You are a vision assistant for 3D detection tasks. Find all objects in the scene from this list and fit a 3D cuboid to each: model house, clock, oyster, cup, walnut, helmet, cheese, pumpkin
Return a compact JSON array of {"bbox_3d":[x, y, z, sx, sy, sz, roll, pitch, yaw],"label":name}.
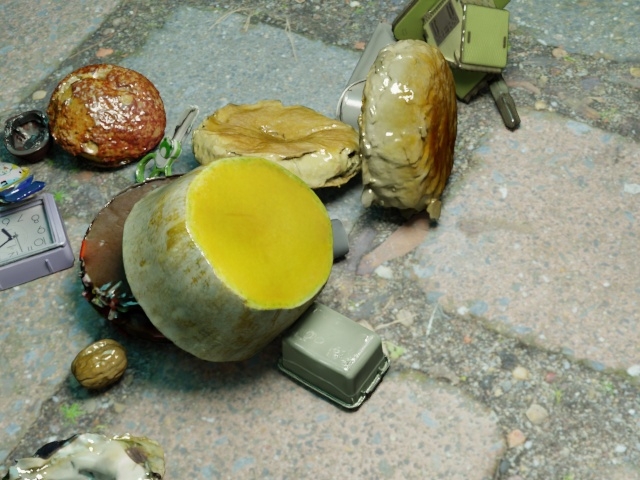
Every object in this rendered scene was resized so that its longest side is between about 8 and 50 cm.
[{"bbox_3d":[0.297,-0.353,1.963,0.218,0.205,0.279,0,63,-32],"label":"model house"},{"bbox_3d":[-0.566,0.008,1.829,0.193,0.073,0.145,-19,52,-11],"label":"clock"},{"bbox_3d":[-0.374,0.408,1.474,0.351,0.115,0.238,-36,49,-28],"label":"oyster"},{"bbox_3d":[0.000,0.000,1.795,0.077,0.078,0.100,-17,21,-15],"label":"cup"},{"bbox_3d":[-0.365,0.206,1.653,0.096,0.083,0.079,-30,27,-16],"label":"walnut"},{"bbox_3d":[-0.582,-0.201,2.000,0.098,0.070,0.123,-17,58,-1],"label":"helmet"},{"bbox_3d":[-0.607,-0.103,1.886,0.250,0.064,0.156,9,36,44],"label":"cheese"},{"bbox_3d":[-0.127,0.010,1.599,0.332,0.199,0.332,24,49,-31],"label":"pumpkin"}]

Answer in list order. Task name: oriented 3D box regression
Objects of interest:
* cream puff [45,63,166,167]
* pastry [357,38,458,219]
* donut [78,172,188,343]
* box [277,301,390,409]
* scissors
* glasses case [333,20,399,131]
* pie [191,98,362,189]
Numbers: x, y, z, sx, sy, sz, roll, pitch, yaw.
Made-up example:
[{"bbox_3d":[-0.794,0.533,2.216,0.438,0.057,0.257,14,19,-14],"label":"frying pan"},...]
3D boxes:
[{"bbox_3d":[-0.427,-0.257,1.974,0.240,0.164,0.240,1,59,-2],"label":"cream puff"},{"bbox_3d":[0.165,-0.213,1.800,0.136,0.330,0.330,6,52,20],"label":"pastry"},{"bbox_3d":[-0.290,0.035,1.748,0.259,0.136,0.345,-1,50,7],"label":"donut"},{"bbox_3d":[0.019,0.181,1.628,0.172,0.093,0.124,26,57,23],"label":"box"},{"bbox_3d":[-0.288,-0.175,1.895,0.027,0.204,0.101,6,35,-48],"label":"scissors"},{"bbox_3d":[0.135,-0.344,2.046,0.128,0.083,0.308,14,54,16],"label":"glasses case"},{"bbox_3d":[-0.081,-0.183,1.880,0.339,0.083,0.339,6,29,-4],"label":"pie"}]
